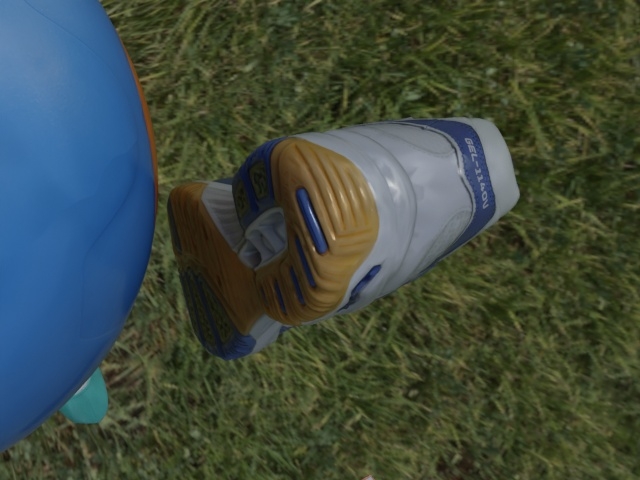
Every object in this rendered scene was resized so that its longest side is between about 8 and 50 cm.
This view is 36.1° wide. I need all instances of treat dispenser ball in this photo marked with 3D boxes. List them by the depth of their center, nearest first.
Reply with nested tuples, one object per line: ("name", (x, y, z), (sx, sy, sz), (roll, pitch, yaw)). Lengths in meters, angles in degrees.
("treat dispenser ball", (-0.219, -0.027, 0.443), (0.288, 0.288, 0.288), (-4, 100, -22))

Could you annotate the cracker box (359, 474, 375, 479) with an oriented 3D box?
("cracker box", (-0.036, 0.357, 1.048), (0.232, 0.067, 0.155), (-19, 149, -39))

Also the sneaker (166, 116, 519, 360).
("sneaker", (0.000, 0.000, 0.566), (0.131, 0.296, 0.111), (-16, 93, -24))

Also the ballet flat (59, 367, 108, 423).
("ballet flat", (-0.372, 0.144, 1.374), (0.083, 0.087, 0.247), (-24, 80, -11))
